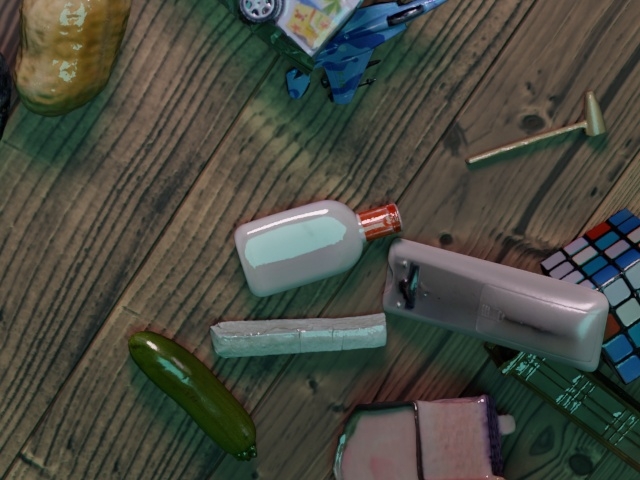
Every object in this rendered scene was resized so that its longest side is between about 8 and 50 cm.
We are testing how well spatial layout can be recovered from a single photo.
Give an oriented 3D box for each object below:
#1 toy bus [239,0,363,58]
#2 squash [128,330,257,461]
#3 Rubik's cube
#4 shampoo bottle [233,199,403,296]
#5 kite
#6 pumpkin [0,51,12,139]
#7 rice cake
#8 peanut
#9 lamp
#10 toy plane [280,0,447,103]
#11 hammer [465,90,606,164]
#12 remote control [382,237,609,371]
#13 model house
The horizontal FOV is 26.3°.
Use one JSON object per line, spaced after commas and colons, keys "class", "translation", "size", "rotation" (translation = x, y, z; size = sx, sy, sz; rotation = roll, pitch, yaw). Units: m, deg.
{"class": "toy bus", "translation": [-0.091, -0.365, 1.617], "size": [0.330, 0.109, 0.136], "rotation": [43, 101, -4]}
{"class": "squash", "translation": [-0.164, 0.212, 1.877], "size": [0.069, 0.069, 0.258], "rotation": [-40, 111, 6]}
{"class": "Rubik's cube", "translation": [0.417, 0.074, 1.874], "size": [0.151, 0.155, 0.154], "rotation": [-35, 112, 4]}
{"class": "shampoo bottle", "translation": [0.000, 0.000, 1.834], "size": [0.221, 0.051, 0.108], "rotation": [-17, 109, -3]}
{"class": "kite", "translation": [-0.013, -0.315, 1.692], "size": [0.250, 0.012, 0.229], "rotation": [0, 87, 5]}
{"class": "pumpkin", "translation": [-0.486, -0.172, 1.632], "size": [0.233, 0.163, 0.233], "rotation": [-7, 121, -11]}
{"class": "rice cake", "translation": [-0.029, 0.130, 1.881], "size": [0.245, 0.042, 0.045], "rotation": [-2, 122, -9]}
{"class": "peanut", "translation": [-0.302, -0.253, 1.653], "size": [0.129, 0.129, 0.224], "rotation": [10, 104, -13]}
{"class": "lamp", "translation": [0.385, 0.226, 1.960], "size": [0.325, 0.089, 0.090], "rotation": [36, 101, -20]}
{"class": "toy plane", "translation": [0.052, -0.269, 1.725], "size": [0.246, 0.078, 0.169], "rotation": [-23, 111, 8]}
{"class": "hammer", "translation": [0.286, -0.145, 1.845], "size": [0.195, 0.028, 0.060], "rotation": [-18, 106, -1]}
{"class": "remote control", "translation": [0.222, 0.088, 1.813], "size": [0.313, 0.055, 0.109], "rotation": [15, 111, 24]}
{"class": "model house", "translation": [0.172, 0.340, 1.927], "size": [0.237, 0.202, 0.236], "rotation": [4, 73, -34]}
